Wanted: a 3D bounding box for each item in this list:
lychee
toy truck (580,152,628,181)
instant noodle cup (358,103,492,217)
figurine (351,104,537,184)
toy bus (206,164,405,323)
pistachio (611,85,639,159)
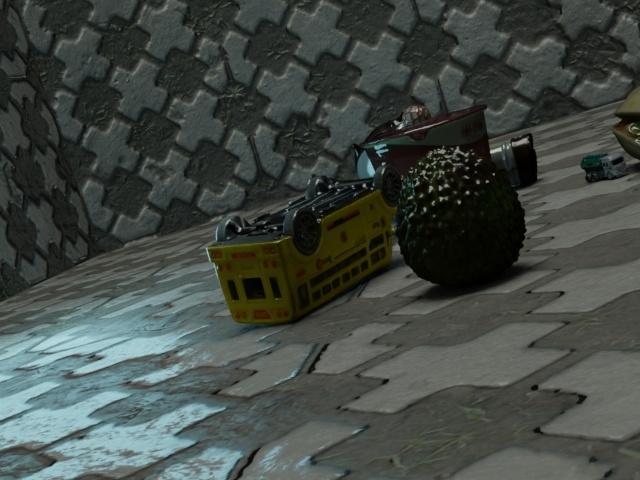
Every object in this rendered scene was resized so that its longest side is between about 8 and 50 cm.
[{"bbox_3d":[0.159,-0.028,1.239,0.171,0.171,0.171,-17,6,2],"label":"lychee"},{"bbox_3d":[0.470,-0.124,1.756,0.039,0.044,0.083,-23,8,-23],"label":"toy truck"},{"bbox_3d":[0.200,-0.122,1.846,0.235,0.178,0.235,-17,7,2],"label":"instant noodle cup"},{"bbox_3d":[0.230,-0.148,2.052,0.370,0.167,0.281,-2,-33,18],"label":"figurine"},{"bbox_3d":[0.000,0.000,1.484,0.144,0.152,0.330,-6,14,37],"label":"toy bus"},{"bbox_3d":[0.559,-0.193,1.741,0.144,0.144,0.215,-16,12,9],"label":"pistachio"}]
